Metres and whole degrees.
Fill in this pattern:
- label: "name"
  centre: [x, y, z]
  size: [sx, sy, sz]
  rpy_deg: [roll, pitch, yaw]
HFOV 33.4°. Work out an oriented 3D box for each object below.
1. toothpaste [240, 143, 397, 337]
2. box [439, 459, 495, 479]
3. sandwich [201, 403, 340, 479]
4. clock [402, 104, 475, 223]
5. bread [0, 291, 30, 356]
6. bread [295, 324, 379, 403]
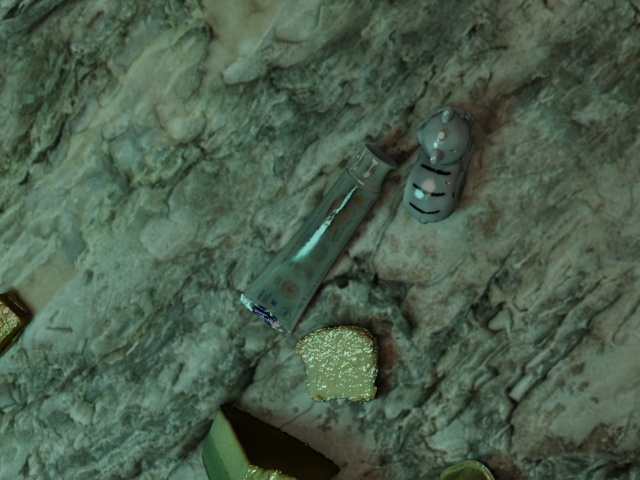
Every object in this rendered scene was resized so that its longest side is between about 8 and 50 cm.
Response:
- label: "toothpaste"
  centre: [0.000, 0.000, 1.614]
  size: [0.100, 0.066, 0.323]
  rpy_deg: [38, 108, 5]
- label: "box"
  centre: [0.234, 0.414, 1.568]
  size: [0.111, 0.111, 0.177]
  rpy_deg: [-30, 82, 16]
- label: "sandwich"
  centre: [-0.101, 0.349, 1.606]
  size: [0.220, 0.186, 0.108]
  rpy_deg: [28, 99, 12]
- label: "clock"
  centre: [0.167, -0.107, 1.528]
  size: [0.080, 0.117, 0.176]
  rpy_deg: [17, 100, 14]
- label: "bread"
  centre: [-0.543, 0.151, 1.778]
  size: [0.074, 0.053, 0.132]
  rpy_deg: [42, 103, 4]
- label: "bread"
  centre: [0.030, 0.187, 1.631]
  size: [0.129, 0.044, 0.126]
  rpy_deg: [-5, 101, 13]
